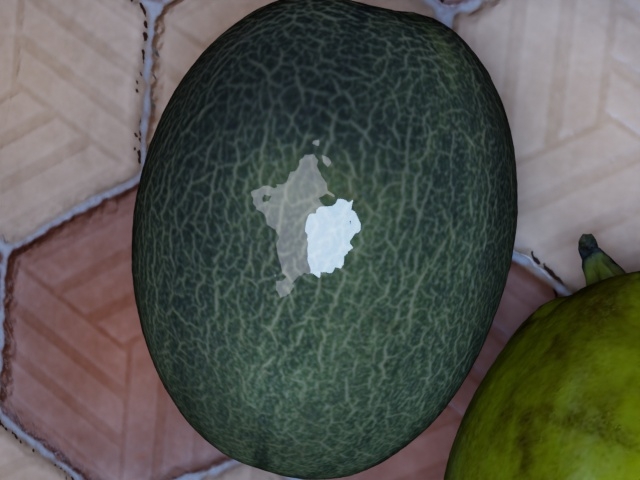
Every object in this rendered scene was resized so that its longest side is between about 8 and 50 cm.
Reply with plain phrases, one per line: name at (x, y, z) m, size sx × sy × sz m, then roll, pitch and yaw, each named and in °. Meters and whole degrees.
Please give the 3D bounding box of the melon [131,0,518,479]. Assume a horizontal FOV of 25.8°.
melon at (0.000, 0.000, 0.880) m, size 0.238 × 0.237 × 0.301 m, roll 15°, pitch 99°, yaw 20°

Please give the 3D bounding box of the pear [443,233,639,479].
pear at (0.201, 0.164, 0.802) m, size 0.287 × 0.287 × 0.375 m, roll -21°, pitch 62°, yaw 21°
